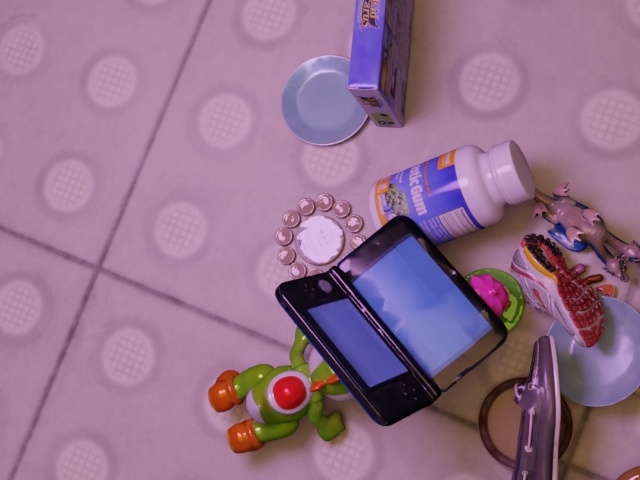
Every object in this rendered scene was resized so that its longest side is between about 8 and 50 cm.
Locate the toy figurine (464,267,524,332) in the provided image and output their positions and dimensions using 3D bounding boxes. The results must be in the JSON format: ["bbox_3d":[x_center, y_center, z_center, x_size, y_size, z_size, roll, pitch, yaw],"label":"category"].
[{"bbox_3d":[0.274,0.115,1.718,0.173,0.159,0.130,-33,74,8],"label":"toy figurine"}]

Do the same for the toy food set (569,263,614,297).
[{"bbox_3d":[0.477,0.082,1.744,0.122,0.019,0.078,21,86,17],"label":"toy food set"}]

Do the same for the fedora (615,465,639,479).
[{"bbox_3d":[0.577,0.464,1.622,0.194,0.079,0.194,-4,79,20],"label":"fedora"}]

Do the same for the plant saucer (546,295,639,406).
[{"bbox_3d":[0.489,0.195,1.692,0.195,0.037,0.195,-13,67,34],"label":"plant saucer"}]

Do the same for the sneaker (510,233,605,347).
[{"bbox_3d":[0.419,0.097,1.715,0.225,0.088,0.092,61,143,30],"label":"sneaker"}]

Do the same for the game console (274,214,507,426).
[{"bbox_3d":[0.117,0.120,1.588,0.293,0.250,0.173,49,119,19],"label":"game console"}]

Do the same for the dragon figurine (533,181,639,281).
[{"bbox_3d":[0.453,-0.034,1.735,0.085,0.144,0.289,-51,54,4],"label":"dragon figurine"}]

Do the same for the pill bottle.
[{"bbox_3d":[0.236,-0.081,1.734,0.272,0.152,0.152,-22,75,26],"label":"pill bottle"}]

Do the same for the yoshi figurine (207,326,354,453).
[{"bbox_3d":[-0.013,0.254,1.790,0.362,0.203,0.203,-27,40,21],"label":"yoshi figurine"}]

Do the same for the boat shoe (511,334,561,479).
[{"bbox_3d":[0.360,0.329,1.655,0.096,0.112,0.335,0,85,10],"label":"boat shoe"}]

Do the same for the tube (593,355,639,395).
[{"bbox_3d":[0.604,0.252,1.667,0.240,0.062,0.070,27,44,22],"label":"tube"}]

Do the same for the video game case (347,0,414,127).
[{"bbox_3d":[0.116,-0.372,1.797,0.061,0.244,0.269,3,81,15],"label":"video game case"}]

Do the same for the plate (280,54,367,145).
[{"bbox_3d":[0.012,-0.277,1.923,0.188,0.024,0.188,-3,79,14],"label":"plate"}]

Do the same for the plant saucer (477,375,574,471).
[{"bbox_3d":[0.366,0.327,1.726,0.168,0.029,0.168,-3,80,15],"label":"plant saucer"}]

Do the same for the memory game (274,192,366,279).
[{"bbox_3d":[0.000,0.000,1.885,0.186,0.012,0.186,-2,81,14],"label":"memory game"}]
